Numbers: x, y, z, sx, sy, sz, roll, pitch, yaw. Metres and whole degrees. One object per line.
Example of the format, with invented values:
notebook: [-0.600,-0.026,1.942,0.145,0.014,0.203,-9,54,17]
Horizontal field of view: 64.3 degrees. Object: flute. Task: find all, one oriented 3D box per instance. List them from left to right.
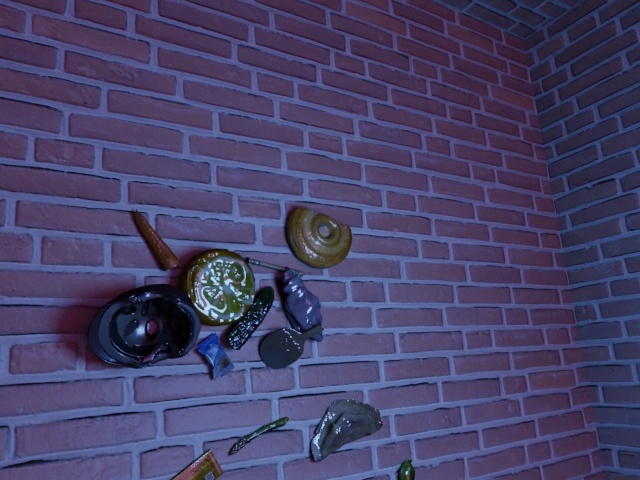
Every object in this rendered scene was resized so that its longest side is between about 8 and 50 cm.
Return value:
flute: [-0.161,0.097,1.844,0.233,0.027,0.027,16,68,-28]

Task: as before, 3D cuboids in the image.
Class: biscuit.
biscuit: [0.001,0.000,1.937,0.274,0.091,0.213,17,66,-30]

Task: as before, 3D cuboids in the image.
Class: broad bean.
broad bean: [0.308,0.971,1.871,0.098,0.056,0.318,27,65,-24]

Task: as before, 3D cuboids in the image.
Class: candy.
candy: [-0.339,0.378,1.645,0.088,0.038,0.136,-36,104,-48]
candy: [-0.336,0.154,1.662,0.260,0.118,0.259,8,74,-30]

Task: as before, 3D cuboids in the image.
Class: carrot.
carrot: [-0.532,-0.002,1.624,0.057,0.057,0.224,-37,94,-34]

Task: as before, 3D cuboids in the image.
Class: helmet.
helmet: [-0.507,0.229,1.487,0.305,0.177,0.225,-2,111,-15]

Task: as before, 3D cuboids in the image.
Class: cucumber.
cucumber: [-0.229,0.259,1.724,0.077,0.077,0.265,46,58,-13]

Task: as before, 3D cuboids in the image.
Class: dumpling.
dumpling: [0.100,0.650,1.817,0.332,0.086,0.166,-13,86,-39]

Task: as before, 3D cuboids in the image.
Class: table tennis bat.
table tennis bat: [-0.096,0.353,1.757,0.234,0.022,0.131,-26,100,-8]

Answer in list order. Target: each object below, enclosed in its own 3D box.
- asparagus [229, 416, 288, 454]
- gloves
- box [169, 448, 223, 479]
asparagus: [-0.196,0.630,1.665,0.236,0.027,0.034,-18,98,-35]
gloves: [-0.070,0.241,1.823,0.142,0.119,0.285,-32,99,-4]
box: [-0.375,0.713,1.529,0.156,0.022,0.089,-33,96,-35]
